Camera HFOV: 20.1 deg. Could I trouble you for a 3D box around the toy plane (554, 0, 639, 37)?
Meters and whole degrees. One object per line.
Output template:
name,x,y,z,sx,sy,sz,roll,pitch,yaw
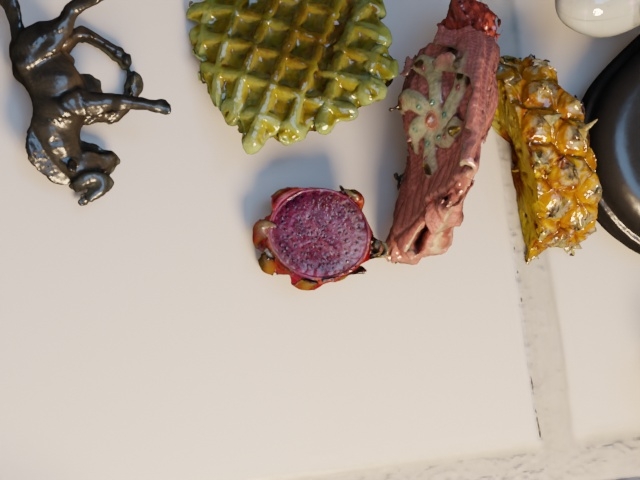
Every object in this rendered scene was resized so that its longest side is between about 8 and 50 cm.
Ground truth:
toy plane,0.348,-0.304,1.945,0.244,0.117,0.245,-3,44,3

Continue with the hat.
hat,0.123,-0.132,1.838,0.107,0.237,0.286,19,62,-13

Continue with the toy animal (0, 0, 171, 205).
toy animal,-0.245,-0.157,1.786,0.148,0.084,0.233,-26,93,-18

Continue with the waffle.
waffle,-0.027,-0.200,1.847,0.207,0.054,0.214,-23,69,-10

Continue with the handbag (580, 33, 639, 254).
handbag,0.417,-0.115,1.983,0.308,0.093,0.254,-44,95,-19

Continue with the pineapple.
pineapple,0.236,-0.094,1.901,0.079,0.135,0.233,-18,89,-19

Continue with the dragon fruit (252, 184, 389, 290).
dragon fruit,-0.005,-0.002,1.850,0.126,0.068,0.112,-18,76,-7
